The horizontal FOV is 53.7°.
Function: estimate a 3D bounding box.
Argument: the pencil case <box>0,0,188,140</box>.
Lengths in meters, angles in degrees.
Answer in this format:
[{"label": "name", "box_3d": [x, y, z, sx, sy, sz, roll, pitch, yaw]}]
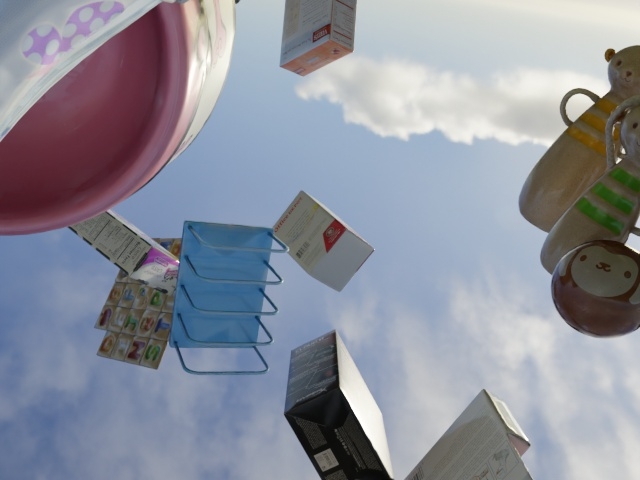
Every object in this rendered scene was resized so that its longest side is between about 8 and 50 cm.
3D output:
[{"label": "pencil case", "box_3d": [-0.181, -0.113, 0.326, 0.273, 0.124, 0.113, -46, -146, -10]}]

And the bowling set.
[{"label": "bowling set", "box_3d": [0.234, -0.006, 0.371, 0.287, 0.154, 0.199, 41, -154, 26]}]

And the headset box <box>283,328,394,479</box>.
[{"label": "headset box", "box_3d": [0.033, 0.316, 1.179, 0.110, 0.218, 0.293, -27, -169, 6]}]

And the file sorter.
[{"label": "file sorter", "box_3d": [-0.115, 0.073, 0.792, 0.118, 0.171, 0.104, 5, -166, -22]}]

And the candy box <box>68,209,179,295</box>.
[{"label": "candy box", "box_3d": [-0.377, 0.000, 1.192, 0.233, 0.071, 0.159, 34, 174, 20]}]

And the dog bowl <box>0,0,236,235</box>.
[{"label": "dog bowl", "box_3d": [-0.277, -0.182, 0.536, 0.407, 0.408, 0.150, 5, -149, -10]}]

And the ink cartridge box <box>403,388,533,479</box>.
[{"label": "ink cartridge box", "box_3d": [0.239, 0.417, 1.037, 0.060, 0.275, 0.239, 32, -165, -16]}]

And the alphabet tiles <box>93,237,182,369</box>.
[{"label": "alphabet tiles", "box_3d": [-0.360, 0.122, 1.343, 0.342, 0.285, 0.011, 0, 153, 43]}]

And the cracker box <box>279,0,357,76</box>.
[{"label": "cracker box", "box_3d": [-0.002, -0.453, 1.215, 0.067, 0.233, 0.155, 13, 166, -38]}]

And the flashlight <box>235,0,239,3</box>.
[{"label": "flashlight", "box_3d": [-0.288, -0.515, 1.147, 0.304, 0.103, 0.103, 15, -148, -37]}]

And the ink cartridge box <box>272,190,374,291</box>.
[{"label": "ink cartridge box", "box_3d": [0.000, 0.000, 1.392, 0.127, 0.128, 0.176, 32, -171, -49]}]
